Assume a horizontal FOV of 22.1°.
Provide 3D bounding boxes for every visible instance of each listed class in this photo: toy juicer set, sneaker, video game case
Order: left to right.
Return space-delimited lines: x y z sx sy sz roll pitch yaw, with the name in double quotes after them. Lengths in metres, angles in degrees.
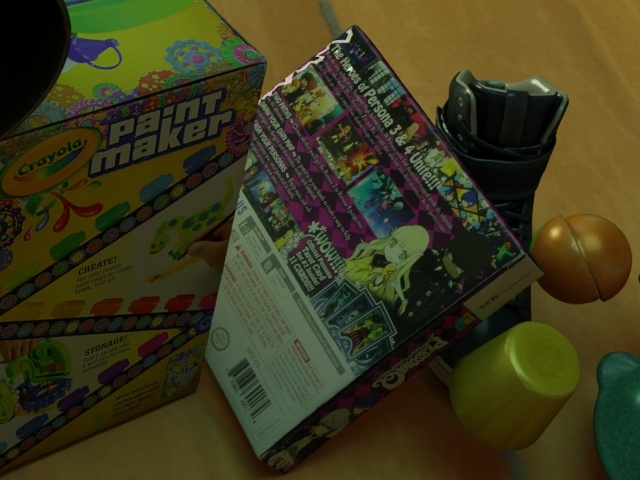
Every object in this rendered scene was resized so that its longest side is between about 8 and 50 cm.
0.000 0.000 1.069 0.210 0.042 0.232 -39 53 8 "video game case"
0.116 -0.015 1.118 0.086 0.163 0.226 7 45 -10 "sneaker"
0.250 0.106 1.072 0.329 0.089 0.209 30 50 -7 "toy juicer set"

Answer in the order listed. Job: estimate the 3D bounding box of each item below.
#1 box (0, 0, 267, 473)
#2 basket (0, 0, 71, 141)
-0.203 -0.065 1.000 0.177 0.279 0.290 -21 53 -33 "box"
-0.246 -0.150 0.784 0.204 0.154 0.227 -22 57 -4 "basket"
